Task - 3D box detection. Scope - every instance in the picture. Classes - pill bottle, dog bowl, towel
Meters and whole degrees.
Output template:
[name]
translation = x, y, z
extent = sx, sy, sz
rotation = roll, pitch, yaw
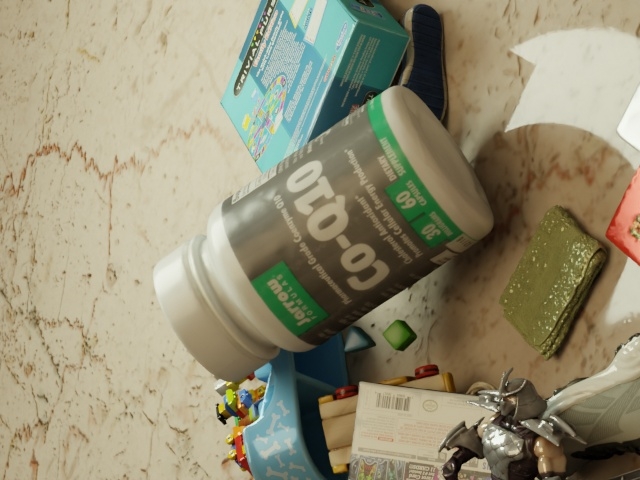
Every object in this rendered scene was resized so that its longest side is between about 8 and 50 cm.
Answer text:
[pill bottle]
translation = 0.000, 0.000, 2.095
extent = 0.361, 0.204, 0.204
rotation = -34, 51, 15
[dog bowl]
translation = -0.026, 0.187, 2.244
extent = 0.074, 0.166, 0.297
rotation = -19, 64, 27
[towel]
translation = 0.251, 0.045, 1.985
extent = 0.110, 0.027, 0.148
rotation = 50, 124, 49

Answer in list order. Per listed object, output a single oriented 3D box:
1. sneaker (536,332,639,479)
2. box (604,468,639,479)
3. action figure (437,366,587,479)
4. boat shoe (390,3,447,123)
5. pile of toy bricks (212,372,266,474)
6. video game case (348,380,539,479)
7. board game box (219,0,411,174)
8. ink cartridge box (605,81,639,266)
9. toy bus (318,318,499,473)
[sneaker]
translation = 0.302, 0.179, 1.820
extent = 0.271, 0.100, 0.108
rotation = -45, 54, 41
[box]
translation = 0.307, 0.344, 1.777
extent = 0.183, 0.056, 0.231
rotation = -31, 48, 49
[action figure]
translation = 0.190, 0.265, 1.829
extent = 0.185, 0.099, 0.285
rotation = -146, 55, -68
[boat shoe]
translation = 0.112, -0.193, 2.220
extent = 0.066, 0.066, 0.183
rotation = -27, 51, 56
[pile of toy bricks]
translation = -0.063, 0.223, 2.356
extent = 0.105, 0.118, 0.212
rotation = -35, 32, 12
[video game case]
translation = 0.140, 0.269, 1.987
extent = 0.232, 0.042, 0.210
rotation = 4, 85, 25
[board game box]
translation = -0.014, -0.214, 2.335
extent = 0.254, 0.079, 0.336
rotation = -67, 25, 20
[ink cartridge box]
translation = 0.384, -0.047, 1.787
extent = 0.275, 0.060, 0.239
rotation = 48, 120, 49
[toy bus]
translation = 0.101, 0.203, 2.094
extent = 0.202, 0.104, 0.191
rotation = 33, 98, 22
